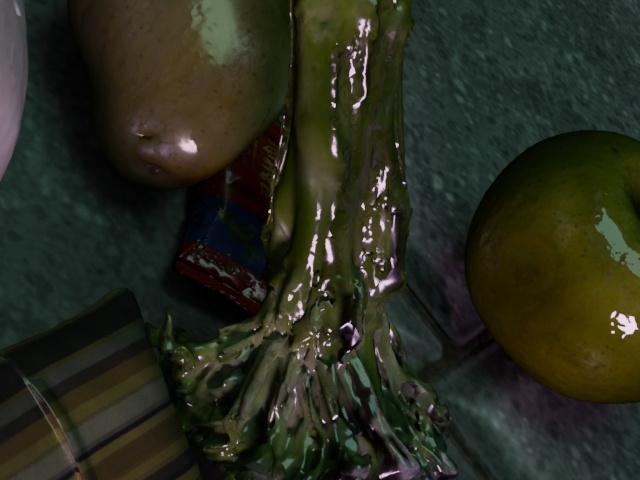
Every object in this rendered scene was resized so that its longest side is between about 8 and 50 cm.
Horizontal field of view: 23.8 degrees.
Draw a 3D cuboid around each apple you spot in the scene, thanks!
[{"bbox_3d":[0.195,0.021,1.059,0.196,0.157,0.196,26,40,-24],"label":"apple"}]

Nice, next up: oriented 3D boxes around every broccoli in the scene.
[{"bbox_3d":[0.008,0.000,0.792,0.145,0.304,0.165,19,26,35],"label":"broccoli"}]

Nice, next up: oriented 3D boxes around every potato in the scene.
[{"bbox_3d":[-0.088,-0.119,0.940,0.157,0.157,0.194,27,53,-24],"label":"potato"}]

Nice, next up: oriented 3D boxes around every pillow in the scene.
[{"bbox_3d":[-0.112,0.146,0.678,0.208,0.052,0.212,-28,100,-53],"label":"pillow"}]

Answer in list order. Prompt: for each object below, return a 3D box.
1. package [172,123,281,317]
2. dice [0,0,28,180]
[{"bbox_3d":[-0.047,-0.025,0.977,0.083,0.022,0.200,31,36,-20],"label":"package"},{"bbox_3d":[-0.314,-0.100,0.572,0.304,0.277,0.304,-17,66,-48],"label":"dice"}]
